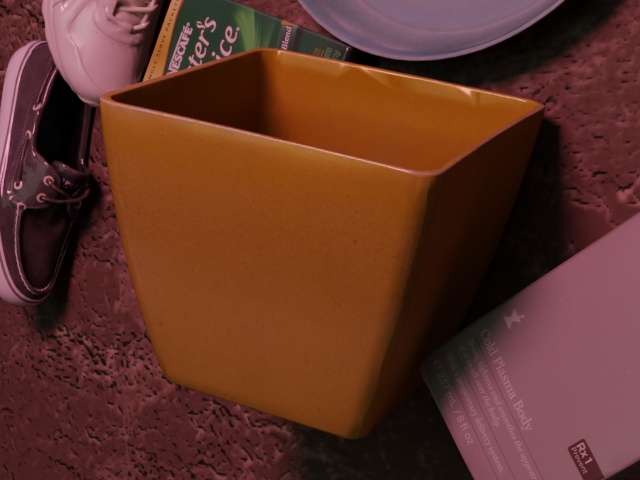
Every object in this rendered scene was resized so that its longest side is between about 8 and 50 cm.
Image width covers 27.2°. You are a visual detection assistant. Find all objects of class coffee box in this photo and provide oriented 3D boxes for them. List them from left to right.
[{"bbox_3d":[-0.055,-0.118,1.005,0.184,0.040,0.113,28,101,35],"label":"coffee box"}]

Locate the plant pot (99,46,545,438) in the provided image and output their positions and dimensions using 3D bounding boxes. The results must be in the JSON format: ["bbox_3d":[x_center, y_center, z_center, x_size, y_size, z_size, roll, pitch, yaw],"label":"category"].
[{"bbox_3d":[0.000,0.000,0.842,0.212,0.212,0.187,15,112,22],"label":"plant pot"}]

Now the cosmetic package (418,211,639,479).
[{"bbox_3d":[0.192,0.065,0.765,0.238,0.107,0.127,-41,60,29],"label":"cosmetic package"}]

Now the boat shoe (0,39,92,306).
[{"bbox_3d":[-0.224,-0.059,1.105,0.076,0.080,0.228,-3,75,37],"label":"boat shoe"}]

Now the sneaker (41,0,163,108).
[{"bbox_3d":[-0.151,-0.219,1.043,0.115,0.090,0.232,7,90,53],"label":"sneaker"}]

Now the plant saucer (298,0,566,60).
[{"bbox_3d":[0.097,-0.276,0.914,0.318,0.044,0.317,-5,82,36],"label":"plant saucer"}]
